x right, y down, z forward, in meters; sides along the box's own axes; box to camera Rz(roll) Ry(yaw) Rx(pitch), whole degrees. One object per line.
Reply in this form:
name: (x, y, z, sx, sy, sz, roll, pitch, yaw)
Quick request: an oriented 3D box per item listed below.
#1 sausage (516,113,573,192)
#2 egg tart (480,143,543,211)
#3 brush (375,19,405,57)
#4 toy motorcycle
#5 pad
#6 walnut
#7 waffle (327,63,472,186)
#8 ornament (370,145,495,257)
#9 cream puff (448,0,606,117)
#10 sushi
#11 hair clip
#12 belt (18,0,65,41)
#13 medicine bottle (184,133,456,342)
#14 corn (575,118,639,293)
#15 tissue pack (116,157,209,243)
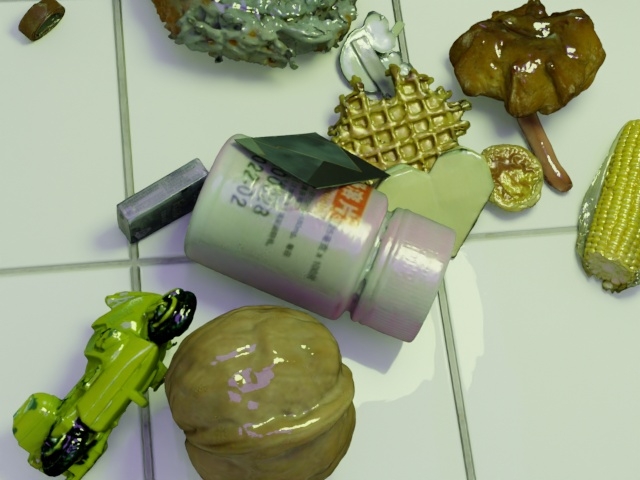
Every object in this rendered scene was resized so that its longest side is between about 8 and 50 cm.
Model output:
sausage: (0.385, -0.166, 1.958, 0.043, 0.043, 0.186, -18, 73, -13)
egg tart: (0.317, -0.104, 1.920, 0.130, 0.052, 0.130, 3, 71, -8)
brush: (0.124, -0.359, 2.005, 0.016, 0.013, 0.083, 32, 73, 7)
toy motorcycle: (-0.315, 0.197, 1.675, 0.142, 0.206, 0.342, 40, 84, -13)
pad: (-0.007, -0.128, 1.751, 0.163, 0.243, 0.004, 31, 112, 23)
walnut: (-0.081, 0.234, 1.636, 0.285, 0.285, 0.296, -17, 113, -13)
waffle: (0.128, -0.179, 1.894, 0.228, 0.051, 0.231, 25, 90, -3)
ornament: (0.193, -0.053, 1.864, 0.201, 0.059, 0.180, -18, 105, 2)
cream puff: (0.365, -0.313, 1.930, 0.269, 0.155, 0.241, -33, 53, -22)
sushi: (-0.107, -0.464, 1.931, 0.417, 0.176, 0.417, 5, 63, -9)
hair clip: (0.095, -0.308, 1.960, 0.116, 0.049, 0.172, -28, 79, -10)
belt: (-0.474, -0.378, 1.912, 0.036, 0.059, 0.083, 41, 70, 8)
medicine bottle: (0.000, 0.000, 1.756, 0.388, 0.219, 0.219, 23, 70, 2)
corn: (0.528, -0.063, 1.907, 0.123, 0.122, 0.305, 32, 70, -25)
tissue pack: (-0.251, -0.063, 1.802, 0.156, 0.112, 0.051, -33, 79, -16)
